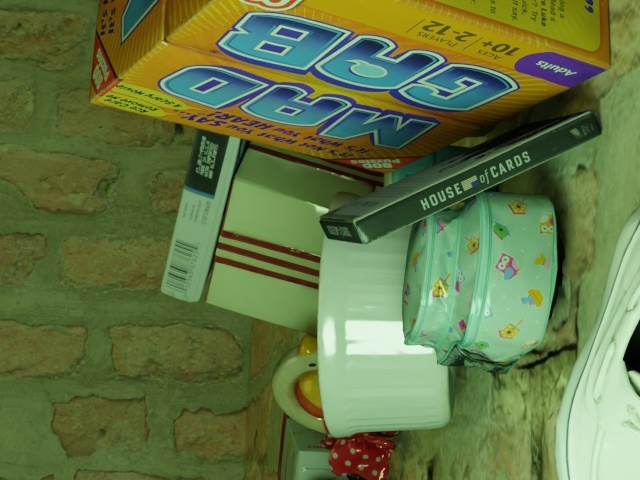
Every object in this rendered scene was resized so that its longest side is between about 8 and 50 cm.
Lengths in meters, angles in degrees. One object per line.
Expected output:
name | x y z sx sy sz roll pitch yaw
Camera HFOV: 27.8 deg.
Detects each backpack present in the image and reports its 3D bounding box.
backpack | 0.154 0.034 1.236 0.188 0.144 0.166 135 144 -71

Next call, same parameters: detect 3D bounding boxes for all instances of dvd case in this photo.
dvd case | 0.124 -0.058 1.213 0.029 0.238 0.179 65 172 -5

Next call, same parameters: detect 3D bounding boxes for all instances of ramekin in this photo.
ramekin | 0.083 0.084 1.449 0.277 0.135 0.277 1 -90 -81

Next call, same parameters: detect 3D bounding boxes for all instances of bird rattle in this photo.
bird rattle | 0.035 0.205 1.722 0.253 0.207 0.143 123 169 -52

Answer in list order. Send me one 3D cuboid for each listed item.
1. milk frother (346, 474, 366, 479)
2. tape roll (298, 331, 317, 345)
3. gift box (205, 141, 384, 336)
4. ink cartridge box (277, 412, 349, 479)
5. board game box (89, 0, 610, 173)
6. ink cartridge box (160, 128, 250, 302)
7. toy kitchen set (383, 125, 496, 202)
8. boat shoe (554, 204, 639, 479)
milk frother | 0.057 0.403 1.790 0.143 0.129 0.135 41 169 44
tape roll | 0.029 0.079 2.146 0.392 0.072 0.392 -175 90 -81
gift box | 0.000 0.000 1.778 0.276 0.258 0.255 -73 -1 -48
ink cartridge box | 0.011 0.345 1.952 0.176 0.128 0.127 -122 38 -75
board game box | 0.021 -0.309 1.243 0.356 0.356 0.356 -24 60 56
ink cartridge box | -0.131 -0.122 1.808 0.307 0.072 0.303 -75 1 -51
toy kitchen set | 0.147 -0.167 1.415 0.166 0.122 0.207 123 150 -70
boat shoe | 0.227 0.099 0.909 0.084 0.095 0.258 -107 22 -76
